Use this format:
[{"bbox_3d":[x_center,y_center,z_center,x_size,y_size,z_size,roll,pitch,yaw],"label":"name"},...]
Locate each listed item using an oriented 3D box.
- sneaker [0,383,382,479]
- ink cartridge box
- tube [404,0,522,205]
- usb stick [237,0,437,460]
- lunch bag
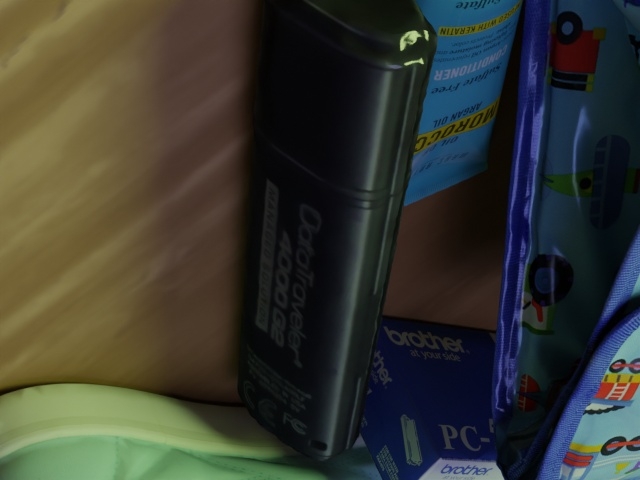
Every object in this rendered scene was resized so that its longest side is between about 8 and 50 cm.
[{"bbox_3d":[-0.024,0.176,0.687,0.366,0.150,0.135,7,131,-36],"label":"sneaker"},{"bbox_3d":[0.111,0.102,0.727,0.207,0.097,0.046,10,130,-38],"label":"ink cartridge box"},{"bbox_3d":[0.053,-0.086,0.525,0.080,0.052,0.207,-19,146,-19],"label":"tube"},{"bbox_3d":[0.000,0.000,0.566,0.045,0.077,0.278,-37,150,-34],"label":"usb stick"},{"bbox_3d":[0.198,0.000,0.589,0.221,0.138,0.293,-9,126,-21],"label":"lunch bag"}]
